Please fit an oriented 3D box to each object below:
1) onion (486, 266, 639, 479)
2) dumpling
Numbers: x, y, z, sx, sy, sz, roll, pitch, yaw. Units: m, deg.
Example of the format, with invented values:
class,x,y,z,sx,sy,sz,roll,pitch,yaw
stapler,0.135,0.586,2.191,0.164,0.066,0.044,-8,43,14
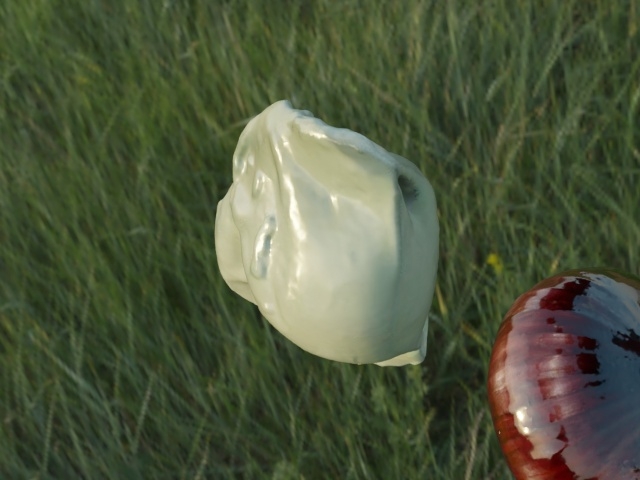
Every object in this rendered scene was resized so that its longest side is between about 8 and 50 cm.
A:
class,x,y,z,sx,sy,sz,roll,pitch,yaw
onion,0.262,0.168,1.187,0.285,0.273,0.273,-30,20,52
dumpling,0.000,0.000,0.715,0.151,0.229,0.124,23,54,20
